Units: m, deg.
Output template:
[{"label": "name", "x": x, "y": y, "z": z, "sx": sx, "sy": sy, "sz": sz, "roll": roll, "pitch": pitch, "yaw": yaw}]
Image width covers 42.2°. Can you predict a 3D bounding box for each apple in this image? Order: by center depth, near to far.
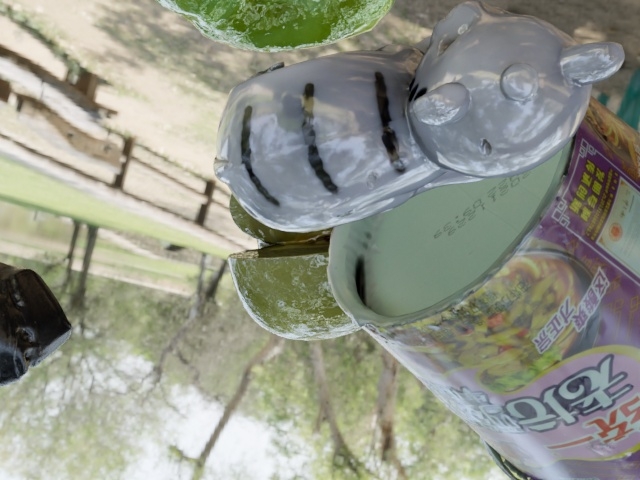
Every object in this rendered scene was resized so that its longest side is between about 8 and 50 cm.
[{"label": "apple", "x": 0.000, "y": 0.000, "z": 1.208, "sx": 0.254, "sy": 0.292, "sz": 0.292, "roll": -6, "pitch": 169, "yaw": 10}]

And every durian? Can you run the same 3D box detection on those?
[{"label": "durian", "x": -0.062, "y": -0.360, "z": 1.110, "sx": 0.339, "sy": 0.205, "sz": 0.255, "roll": 25, "pitch": 152, "yaw": -37}]

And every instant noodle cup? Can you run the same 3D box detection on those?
[{"label": "instant noodle cup", "x": 0.185, "y": 0.018, "z": 0.702, "sx": 0.266, "sy": 0.340, "sz": 0.339, "roll": 37, "pitch": 161, "yaw": -29}]

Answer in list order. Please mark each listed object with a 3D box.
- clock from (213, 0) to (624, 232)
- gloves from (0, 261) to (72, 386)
[{"label": "clock", "x": 0.034, "y": -0.054, "z": 0.369, "sx": 0.176, "sy": 0.080, "sz": 0.117, "roll": -15, "pitch": -177, "yaw": 4}, {"label": "gloves", "x": -0.380, "y": 0.098, "z": 0.833, "sx": 0.164, "sy": 0.124, "sz": 0.203, "roll": 44, "pitch": -139, "yaw": 8}]
